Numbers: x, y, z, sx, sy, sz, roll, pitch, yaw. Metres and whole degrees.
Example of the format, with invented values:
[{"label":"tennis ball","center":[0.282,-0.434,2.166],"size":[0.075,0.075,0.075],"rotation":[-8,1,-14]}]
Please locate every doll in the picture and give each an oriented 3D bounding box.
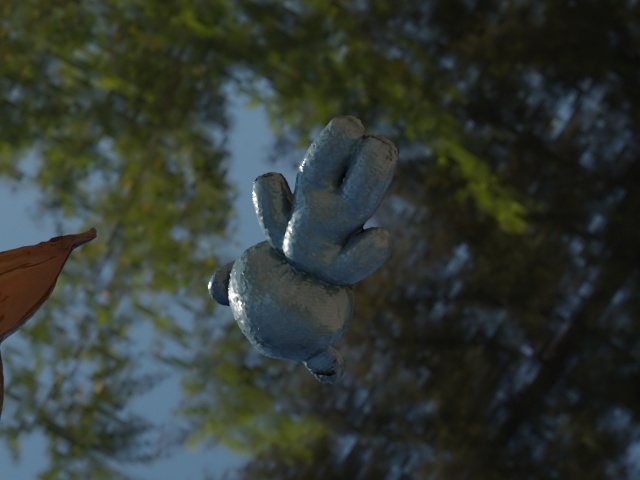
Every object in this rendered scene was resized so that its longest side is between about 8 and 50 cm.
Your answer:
[{"label":"doll","center":[0.002,0.001,1.240],"size":[0.120,0.180,0.075],"rotation":[38,-161,27]}]

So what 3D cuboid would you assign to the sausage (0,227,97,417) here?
[{"label":"sausage","center":[-0.220,0.115,0.873],"size":[0.112,0.328,0.112],"rotation":[36,179,1]}]
